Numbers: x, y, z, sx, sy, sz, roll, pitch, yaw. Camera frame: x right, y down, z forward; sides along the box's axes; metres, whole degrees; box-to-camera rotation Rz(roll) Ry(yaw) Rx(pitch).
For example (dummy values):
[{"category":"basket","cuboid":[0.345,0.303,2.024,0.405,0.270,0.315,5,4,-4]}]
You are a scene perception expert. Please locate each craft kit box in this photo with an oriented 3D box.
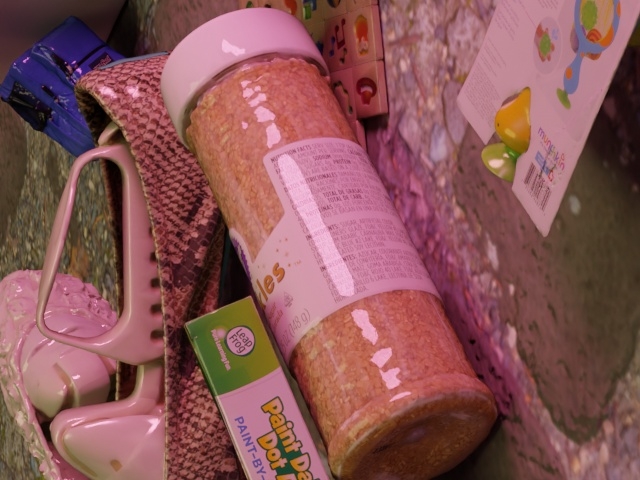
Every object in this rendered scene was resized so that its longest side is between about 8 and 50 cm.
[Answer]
[{"category":"craft kit box","cuboid":[-0.021,0.180,1.377,0.246,0.061,0.250,64,174,10]}]

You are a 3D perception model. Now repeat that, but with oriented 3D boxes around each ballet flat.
[{"category":"ballet flat","cuboid":[-0.151,0.084,1.641,0.164,0.182,0.483,11,105,63]},{"category":"ballet flat","cuboid":[-0.196,0.186,1.803,0.409,0.147,0.147,65,150,19]}]

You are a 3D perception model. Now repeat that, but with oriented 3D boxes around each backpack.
[{"category":"backpack","cuboid":[-0.223,-0.138,1.819,0.120,0.098,0.101,43,147,2]}]

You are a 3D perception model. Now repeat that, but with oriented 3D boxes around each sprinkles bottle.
[{"category":"sprinkles bottle","cuboid":[0.000,0.000,1.361,0.355,0.121,0.121,64,148,32]}]

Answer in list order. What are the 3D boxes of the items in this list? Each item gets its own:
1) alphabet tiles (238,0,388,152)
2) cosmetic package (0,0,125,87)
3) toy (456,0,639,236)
[{"category":"alphabet tiles","cuboid":[-0.009,-0.144,1.498,0.237,0.009,0.198,-5,90,64]},{"category":"cosmetic package","cuboid":[-0.275,-0.296,1.814,0.365,0.197,0.155,-49,50,55]},{"category":"toy","cuboid":[0.156,-0.134,1.088,0.237,0.056,0.137,-67,32,32]}]
